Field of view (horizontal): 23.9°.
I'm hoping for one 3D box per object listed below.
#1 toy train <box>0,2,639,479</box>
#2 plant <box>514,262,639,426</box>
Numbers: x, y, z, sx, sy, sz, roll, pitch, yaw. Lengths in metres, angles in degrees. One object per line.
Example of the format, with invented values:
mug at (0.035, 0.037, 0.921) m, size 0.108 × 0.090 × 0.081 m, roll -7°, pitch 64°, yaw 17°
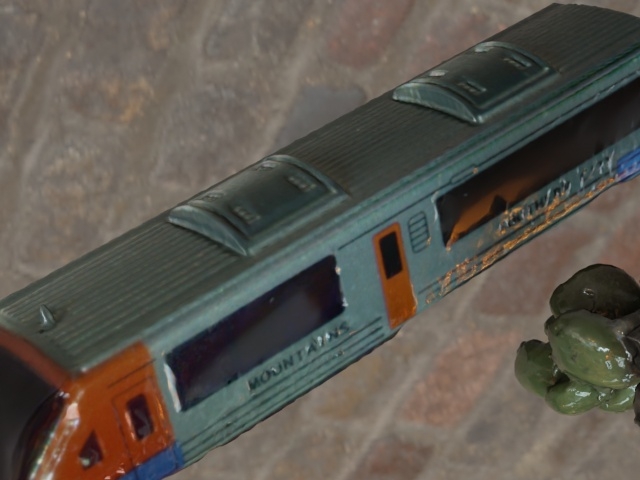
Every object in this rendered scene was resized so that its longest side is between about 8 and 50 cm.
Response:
toy train at (0.000, 0.000, 0.674) m, size 0.409 × 0.086 × 0.089 m, roll -30°, pitch 123°, yaw -30°
plant at (0.139, 0.044, 0.593) m, size 0.085 × 0.174 × 0.087 m, roll -44°, pitch 111°, yaw -23°
